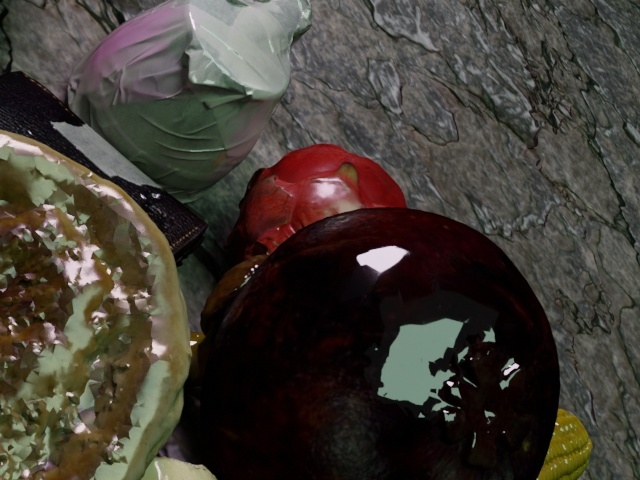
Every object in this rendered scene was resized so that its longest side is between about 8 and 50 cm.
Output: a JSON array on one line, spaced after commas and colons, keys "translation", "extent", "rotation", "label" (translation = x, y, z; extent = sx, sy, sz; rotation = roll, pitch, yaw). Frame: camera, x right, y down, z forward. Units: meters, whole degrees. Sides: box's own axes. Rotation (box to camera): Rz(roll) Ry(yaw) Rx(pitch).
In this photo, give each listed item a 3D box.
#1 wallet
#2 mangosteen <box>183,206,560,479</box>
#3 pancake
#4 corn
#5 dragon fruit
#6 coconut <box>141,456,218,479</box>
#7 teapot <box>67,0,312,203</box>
[{"translation": [-0.216, -0.031, 1.158], "extent": [0.221, 0.071, 0.262], "rotation": [38, 26, 3], "label": "wallet"}, {"translation": [0.037, 0.124, 1.159], "extent": [0.297, 0.293, 0.297], "rotation": [13, 64, -28], "label": "mangosteen"}, {"translation": [-0.253, 0.075, 0.971], "extent": [0.356, 0.065, 0.356], "rotation": [5, 65, -11], "label": "pancake"}, {"translation": [0.157, 0.225, 1.383], "extent": [0.305, 0.106, 0.106], "rotation": [-21, 78, -53], "label": "corn"}, {"translation": [0.000, 0.000, 1.342], "extent": [0.172, 0.172, 0.209], "rotation": [49, 36, -7], "label": "dragon fruit"}, {"translation": [-0.118, 0.239, 1.032], "extent": [0.147, 0.147, 0.153], "rotation": [17, 41, -40], "label": "coconut"}, {"translation": [-0.094, -0.136, 1.334], "extent": [0.221, 0.178, 0.163], "rotation": [1, 61, -49], "label": "teapot"}]
